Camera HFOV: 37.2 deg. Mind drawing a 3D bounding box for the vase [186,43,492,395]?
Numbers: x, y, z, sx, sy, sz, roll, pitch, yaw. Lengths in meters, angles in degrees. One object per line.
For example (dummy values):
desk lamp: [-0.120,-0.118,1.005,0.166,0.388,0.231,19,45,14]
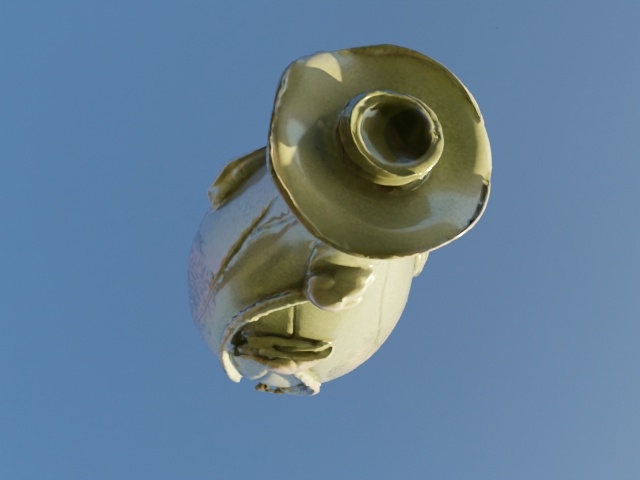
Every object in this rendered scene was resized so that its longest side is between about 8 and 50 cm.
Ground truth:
vase: [0.000,0.000,0.907,0.250,0.445,0.250,5,-113,-13]
